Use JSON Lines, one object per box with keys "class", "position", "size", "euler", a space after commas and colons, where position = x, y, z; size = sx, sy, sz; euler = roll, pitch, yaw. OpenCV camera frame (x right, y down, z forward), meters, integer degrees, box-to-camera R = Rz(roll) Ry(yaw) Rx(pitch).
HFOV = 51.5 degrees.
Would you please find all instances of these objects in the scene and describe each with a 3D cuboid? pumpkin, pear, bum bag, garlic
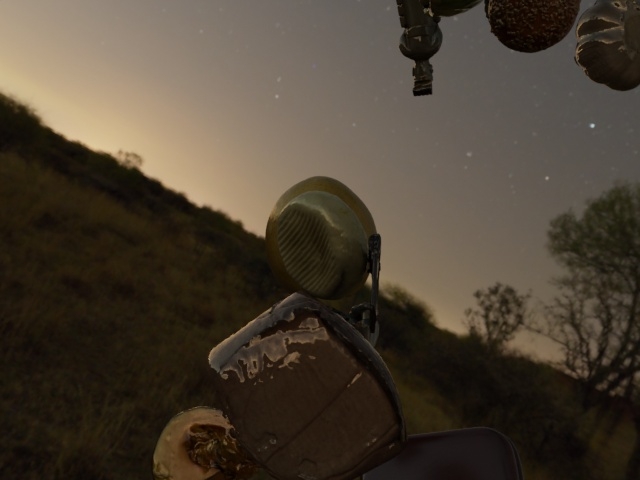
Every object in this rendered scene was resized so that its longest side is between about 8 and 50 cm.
{"class": "pumpkin", "position": [-0.185, 0.431, 1.273], "size": [0.280, 0.190, 0.139], "euler": [12, -26, 21]}
{"class": "pear", "position": [0.000, 0.000, 1.697], "size": [0.314, 0.314, 0.314], "euler": [28, -4, 2]}
{"class": "bum bag", "position": [0.094, 0.078, 1.200], "size": [0.026, 0.159, 0.109], "euler": [3, -32, 6]}
{"class": "garlic", "position": [0.693, -0.459, 1.552], "size": [0.228, 0.228, 0.152], "euler": [28, -3, -8]}

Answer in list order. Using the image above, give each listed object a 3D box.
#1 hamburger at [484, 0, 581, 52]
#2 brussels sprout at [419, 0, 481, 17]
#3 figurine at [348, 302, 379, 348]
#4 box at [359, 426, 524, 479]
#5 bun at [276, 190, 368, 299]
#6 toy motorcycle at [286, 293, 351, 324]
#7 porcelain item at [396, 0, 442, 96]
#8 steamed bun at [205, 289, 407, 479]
{"class": "hamburger", "position": [0.641, -0.715, 2.016], "size": [0.291, 0.291, 0.225], "euler": [27, 27, 5]}
{"class": "brussels sprout", "position": [0.208, -0.402, 0.973], "size": [0.122, 0.152, 0.149], "euler": [4, 8, 6]}
{"class": "figurine", "position": [0.112, 0.355, 1.910], "size": [0.166, 0.387, 0.207], "euler": [16, -46, -8]}
{"class": "box", "position": [0.290, 0.592, 1.622], "size": [0.404, 0.263, 0.108], "euler": [-11, -43, 16]}
{"class": "bun", "position": [0.016, 0.005, 1.302], "size": [0.222, 0.222, 0.127], "euler": [25, 39, 36]}
{"class": "toy motorcycle", "position": [-0.005, 0.173, 1.532], "size": [0.173, 0.058, 0.100], "euler": [24, -6, -21]}
{"class": "porcelain item", "position": [0.174, -0.358, 1.143], "size": [0.084, 0.213, 0.054], "euler": [-1, 11, 20]}
{"class": "steamed bun", "position": [-0.020, 0.241, 1.073], "size": [0.301, 0.251, 0.199], "euler": [55, -3, -7]}
